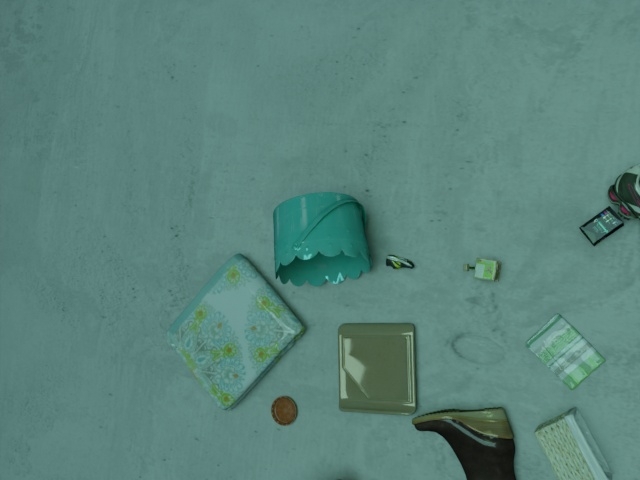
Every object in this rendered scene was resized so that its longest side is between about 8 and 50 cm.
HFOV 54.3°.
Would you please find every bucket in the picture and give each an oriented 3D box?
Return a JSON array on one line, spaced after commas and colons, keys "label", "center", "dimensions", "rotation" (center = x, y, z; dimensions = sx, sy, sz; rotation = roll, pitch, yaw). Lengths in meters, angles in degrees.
[{"label": "bucket", "center": [0.000, 0.000, 1.668], "dimensions": [0.281, 0.281, 0.183], "rotation": [-15, 70, 23]}]

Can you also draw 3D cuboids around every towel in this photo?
[{"label": "towel", "center": [0.585, 0.267, 1.497], "dimensions": [0.113, 0.023, 0.152], "rotation": [-48, 68, 14]}, {"label": "towel", "center": [-0.262, 0.276, 1.866], "dimensions": [0.320, 0.090, 0.374], "rotation": [46, 104, 19]}]

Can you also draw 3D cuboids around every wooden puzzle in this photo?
[{"label": "wooden puzzle", "center": [0.153, 0.344, 1.688], "dimensions": [0.220, 0.044, 0.239], "rotation": [-4, 79, 25]}]

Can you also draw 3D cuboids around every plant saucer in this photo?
[{"label": "plant saucer", "center": [-0.105, 0.493, 1.806], "dimensions": [0.083, 0.013, 0.084], "rotation": [-2, 85, 25]}]

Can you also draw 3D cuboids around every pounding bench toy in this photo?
[{"label": "pounding bench toy", "center": [0.408, 0.072, 1.577], "dimensions": [0.083, 0.065, 0.052], "rotation": [9, 89, 26]}]

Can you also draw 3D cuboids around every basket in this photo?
[{"label": "basket", "center": [0.577, 0.485, 1.429], "dimensions": [0.103, 0.113, 0.167], "rotation": [-32, 72, 21]}]

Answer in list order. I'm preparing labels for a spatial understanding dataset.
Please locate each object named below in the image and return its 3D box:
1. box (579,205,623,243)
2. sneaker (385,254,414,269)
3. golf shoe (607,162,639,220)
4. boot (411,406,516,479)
[{"label": "box", "center": [0.662, -0.033, 1.469], "dimensions": [0.083, 0.062, 0.052], "rotation": [-40, 69, 16]}, {"label": "sneaker", "center": [0.215, 0.064, 1.693], "dimensions": [0.083, 0.031, 0.035], "rotation": [21, 107, 30]}, {"label": "golf shoe", "center": [0.765, -0.052, 1.377], "dimensions": [0.105, 0.120, 0.273], "rotation": [-36, 69, -18]}, {"label": "boot", "center": [0.355, 0.525, 1.541], "dimensions": [0.248, 0.090, 0.207], "rotation": [-9, 79, 21]}]
